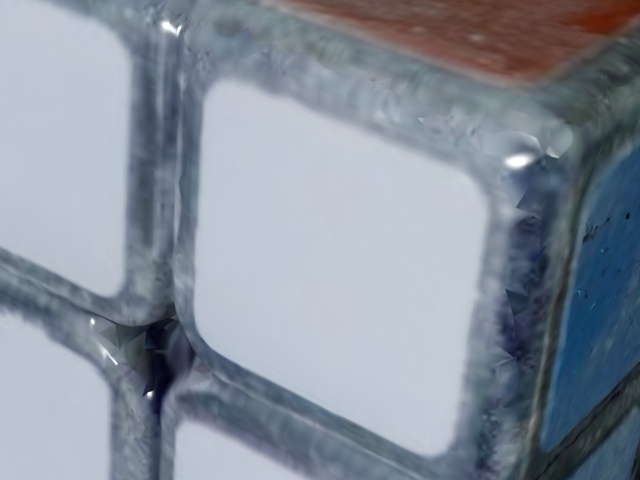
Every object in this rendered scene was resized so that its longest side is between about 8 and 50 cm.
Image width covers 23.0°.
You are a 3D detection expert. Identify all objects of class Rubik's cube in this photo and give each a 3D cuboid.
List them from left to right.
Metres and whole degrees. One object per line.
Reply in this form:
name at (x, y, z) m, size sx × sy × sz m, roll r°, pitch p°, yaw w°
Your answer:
Rubik's cube at (0.000, 0.000, 0.547) m, size 0.305 × 0.304 × 0.301 m, roll -30°, pitch 137°, yaw -46°
